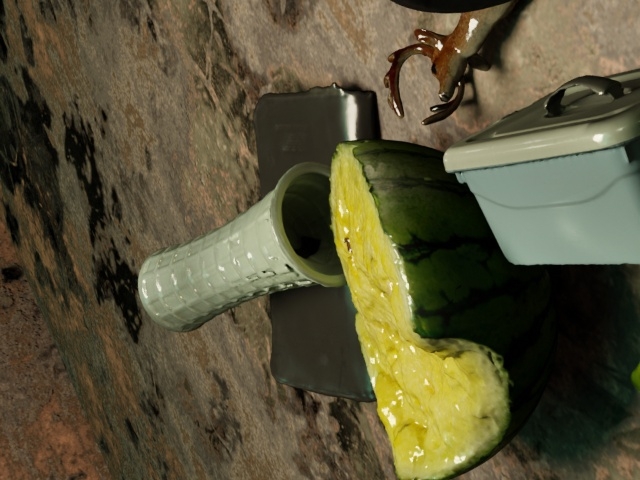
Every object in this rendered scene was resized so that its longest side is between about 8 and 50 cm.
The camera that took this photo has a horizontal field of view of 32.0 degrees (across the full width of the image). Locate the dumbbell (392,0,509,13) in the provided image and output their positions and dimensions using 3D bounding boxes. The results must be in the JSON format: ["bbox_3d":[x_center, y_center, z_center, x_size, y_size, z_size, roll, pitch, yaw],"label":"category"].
[{"bbox_3d":[0.079,-0.348,0.834,0.203,0.204,0.322,112,149,-50],"label":"dumbbell"}]

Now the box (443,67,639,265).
[{"bbox_3d":[0.220,-0.065,0.857,0.227,0.162,0.130,-5,111,62],"label":"box"}]

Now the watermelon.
[{"bbox_3d":[0.125,0.054,1.059,0.331,0.189,0.330,174,90,-82],"label":"watermelon"}]

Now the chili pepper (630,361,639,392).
[{"bbox_3d":[0.309,0.065,0.874,0.052,0.050,0.201,48,146,13],"label":"chili pepper"}]

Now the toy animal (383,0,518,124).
[{"bbox_3d":[0.139,-0.243,1.009,0.260,0.087,0.243,-17,76,63],"label":"toy animal"}]

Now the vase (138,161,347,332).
[{"bbox_3d":[-0.091,0.024,1.306,0.299,0.143,0.143,-25,83,45],"label":"vase"}]

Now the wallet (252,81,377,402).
[{"bbox_3d":[0.000,0.000,1.342,0.197,0.051,0.377,6,103,44],"label":"wallet"}]
